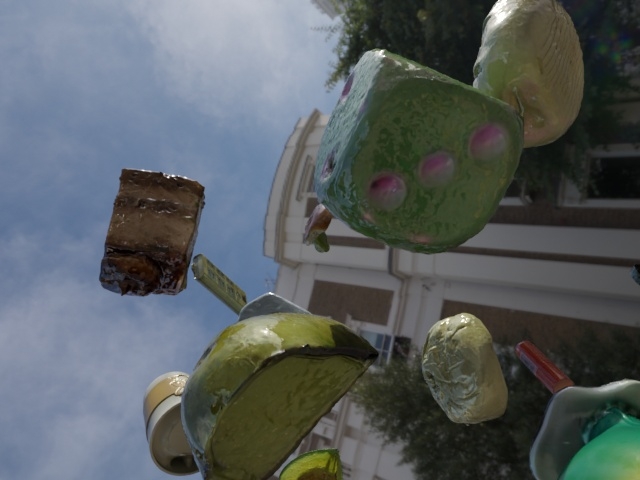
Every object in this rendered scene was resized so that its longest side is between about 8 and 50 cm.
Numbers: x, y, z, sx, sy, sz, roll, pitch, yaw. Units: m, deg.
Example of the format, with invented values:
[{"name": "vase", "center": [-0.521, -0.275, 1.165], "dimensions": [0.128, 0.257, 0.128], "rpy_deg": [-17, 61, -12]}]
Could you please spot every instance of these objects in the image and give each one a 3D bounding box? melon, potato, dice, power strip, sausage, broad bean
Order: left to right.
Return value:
[{"name": "power strip", "center": [-0.272, 0.139, 1.446], "dimensions": [0.268, 0.034, 0.092], "rpy_deg": [52, -167, -43]}, {"name": "potato", "center": [-0.117, 0.218, 0.850], "dimensions": [0.330, 0.213, 0.280], "rpy_deg": [-48, -36, -3]}, {"name": "melon", "center": [-0.034, 0.731, 1.429], "dimensions": [0.265, 0.170, 0.129], "rpy_deg": [-72, -28, -43]}, {"name": "broad bean", "center": [0.000, 0.000, 1.622], "dimensions": [0.063, 0.045, 0.083], "rpy_deg": [-16, -90, -52]}, {"name": "dice", "center": [0.182, -0.179, 1.035], "dimensions": [0.323, 0.318, 0.330], "rpy_deg": [19, -69, -14]}, {"name": "sausage", "center": [0.340, 0.193, 0.789], "dimensions": [0.034, 0.129, 0.034], "rpy_deg": [-2, -73, -8]}]

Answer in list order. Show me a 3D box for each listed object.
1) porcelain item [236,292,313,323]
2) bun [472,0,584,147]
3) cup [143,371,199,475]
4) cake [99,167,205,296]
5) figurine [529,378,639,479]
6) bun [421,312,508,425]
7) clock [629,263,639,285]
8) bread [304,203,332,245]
[{"name": "porcelain item", "center": [-0.079, 0.308, 1.315], "dimensions": [0.178, 0.243, 0.405], "rpy_deg": [-54, -26, -26]}, {"name": "bun", "center": [0.470, -0.395, 1.191], "dimensions": [0.361, 0.213, 0.360], "rpy_deg": [5, -97, -47]}, {"name": "cup", "center": [-0.311, 0.431, 1.238], "dimensions": [0.241, 0.226, 0.185], "rpy_deg": [12, -87, -31]}, {"name": "cake", "center": [-0.377, 0.004, 1.147], "dimensions": [0.199, 0.196, 0.292], "rpy_deg": [11, -132, -16]}, {"name": "figurine", "center": [0.303, 0.268, 0.408], "dimensions": [0.340, 0.232, 0.323], "rpy_deg": [-34, -63, -81]}, {"name": "bun", "center": [0.293, 0.276, 1.073], "dimensions": [0.229, 0.145, 0.229], "rpy_deg": [-12, -90, -89]}, {"name": "clock", "center": [0.613, 0.075, 0.938], "dimensions": [0.085, 0.085, 0.017], "rpy_deg": [-21, -36, -49]}, {"name": "bread", "center": [-0.011, -0.051, 1.435], "dimensions": [0.044, 0.126, 0.129], "rpy_deg": [31, -150, -17]}]
